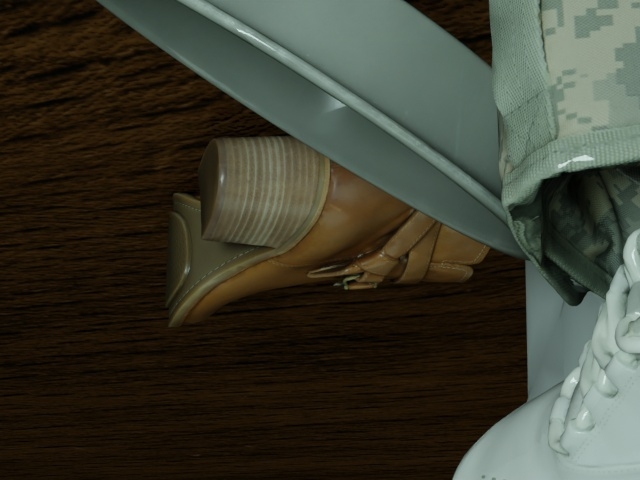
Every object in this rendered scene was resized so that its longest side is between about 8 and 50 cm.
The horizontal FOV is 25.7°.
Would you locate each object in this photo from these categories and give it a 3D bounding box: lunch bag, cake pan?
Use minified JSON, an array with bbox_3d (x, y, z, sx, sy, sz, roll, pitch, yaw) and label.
[{"bbox_3d":[0.179,-0.090,0.595,0.287,0.235,0.169,14,153,-26],"label":"lunch bag"},{"bbox_3d":[-0.004,-0.088,0.691,0.293,0.054,0.293,32,179,1],"label":"cake pan"}]

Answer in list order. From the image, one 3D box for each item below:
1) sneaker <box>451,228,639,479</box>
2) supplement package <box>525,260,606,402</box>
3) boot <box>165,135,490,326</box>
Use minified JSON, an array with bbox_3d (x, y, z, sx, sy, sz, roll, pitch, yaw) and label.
[{"bbox_3d":[0.144,0.038,0.502,0.129,0.111,0.297,31,135,-23],"label":"sneaker"},{"bbox_3d":[0.256,0.013,0.915,0.203,0.194,0.149,9,159,-18],"label":"supplement package"},{"bbox_3d":[0.000,0.000,1.074,0.220,0.109,0.283,5,152,-16],"label":"boot"}]
